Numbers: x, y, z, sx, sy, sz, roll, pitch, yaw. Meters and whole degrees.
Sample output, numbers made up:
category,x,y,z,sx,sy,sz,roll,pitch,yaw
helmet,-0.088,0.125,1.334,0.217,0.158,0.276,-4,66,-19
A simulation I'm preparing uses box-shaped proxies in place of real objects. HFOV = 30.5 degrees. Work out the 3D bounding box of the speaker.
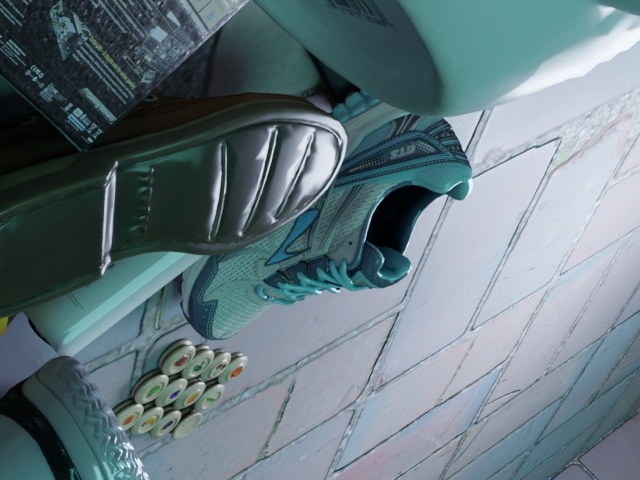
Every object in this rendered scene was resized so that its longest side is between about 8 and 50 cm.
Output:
category,x,y,z,sx,sy,sz,roll,pitch,yaw
speaker,-0.147,0.026,0.839,0.136,0.055,0.055,-39,155,-14

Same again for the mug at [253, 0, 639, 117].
category,x,y,z,sx,sy,sz,roll,pitch,yaw
mug,0.126,-0.201,0.441,0.328,0.374,0.276,-48,140,-6

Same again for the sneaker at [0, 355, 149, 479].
category,x,y,z,sx,sy,sz,roll,pitch,yaw
sneaker,-0.240,0.205,0.861,0.210,0.137,0.366,-29,167,-17

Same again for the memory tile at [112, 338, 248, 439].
category,x,y,z,sx,sy,sz,roll,pitch,yaw
memory tile,-0.131,0.143,1.104,0.113,0.012,0.148,-48,156,7

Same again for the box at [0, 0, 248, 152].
category,x,y,z,sx,sy,sz,roll,pitch,yaw
box,-0.121,-0.148,0.572,0.147,0.077,0.180,-44,156,-2

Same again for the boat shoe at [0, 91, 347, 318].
category,x,y,z,sx,sy,sz,roll,pitch,yaw
boat shoe,-0.114,-0.050,0.718,0.307,0.104,0.110,-15,134,-45

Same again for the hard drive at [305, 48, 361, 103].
category,x,y,z,sx,sy,sz,roll,pitch,yaw
hard drive,0.045,-0.144,0.910,0.094,0.022,0.135,-44,156,-3

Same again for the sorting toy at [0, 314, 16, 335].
category,x,y,z,sx,sy,sz,roll,pitch,yaw
sorting toy,-0.276,0.074,0.733,0.208,0.038,0.193,-53,155,18

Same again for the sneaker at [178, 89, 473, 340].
category,x,y,z,sx,sy,sz,roll,pitch,yaw
sneaker,0.000,0.000,0.924,0.283,0.122,0.110,-45,154,23
